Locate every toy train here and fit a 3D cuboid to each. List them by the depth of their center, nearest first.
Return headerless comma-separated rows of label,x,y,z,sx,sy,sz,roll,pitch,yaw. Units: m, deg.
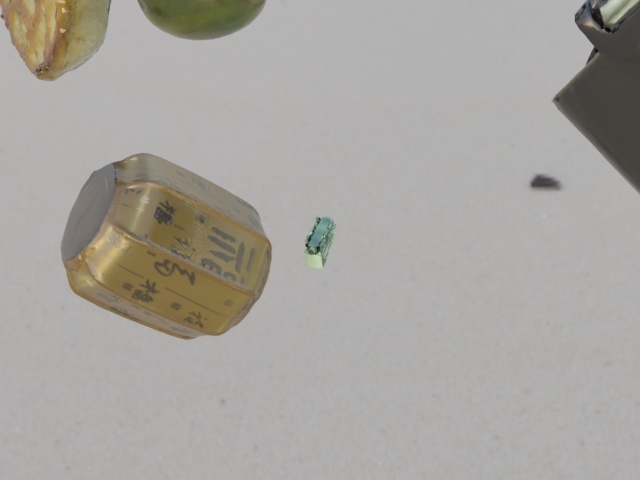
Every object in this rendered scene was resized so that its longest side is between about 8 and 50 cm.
toy train,0.000,0.000,1.719,0.033,0.053,0.083,9,45,18

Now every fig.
fig,-0.167,-0.379,1.608,0.191,0.181,0.181,13,39,31

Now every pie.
pie,-0.333,-0.353,1.332,0.092,0.315,0.315,-12,30,-33

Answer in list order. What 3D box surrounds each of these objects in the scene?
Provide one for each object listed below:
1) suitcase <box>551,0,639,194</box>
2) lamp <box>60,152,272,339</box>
suitcase,0.336,-0.172,0.659,0.194,0.283,0.434,48,50,7
lamp,-0.150,0.009,1.073,0.185,0.161,0.161,26,20,-28
